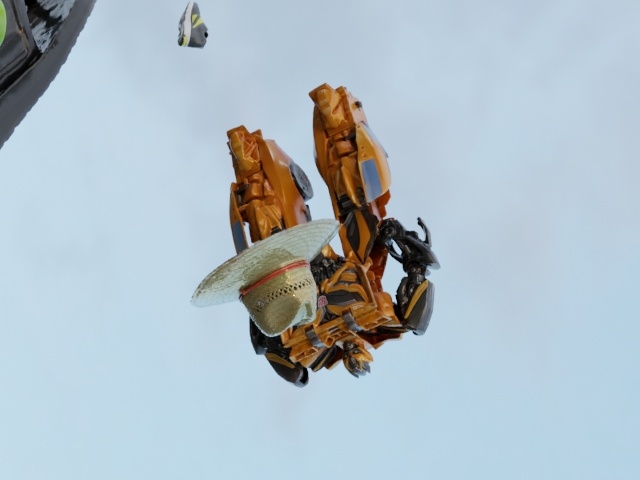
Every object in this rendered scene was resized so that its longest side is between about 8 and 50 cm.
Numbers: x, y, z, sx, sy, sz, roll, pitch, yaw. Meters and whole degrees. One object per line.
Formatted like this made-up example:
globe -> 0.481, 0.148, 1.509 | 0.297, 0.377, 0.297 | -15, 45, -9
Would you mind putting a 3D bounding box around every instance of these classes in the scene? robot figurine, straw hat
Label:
robot figurine -> 0.000, 0.000, 1.906 | 0.211, 0.085, 0.291 | -26, -122, 19
straw hat -> -0.032, 0.044, 1.573 | 0.061, 0.144, 0.144 | 63, -31, 14

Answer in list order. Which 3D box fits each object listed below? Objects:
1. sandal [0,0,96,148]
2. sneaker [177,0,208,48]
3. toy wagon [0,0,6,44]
sandal -> -0.350, -0.178, 1.970 | 0.168, 0.445, 0.107 | -21, -59, 34
sneaker -> -0.153, -0.258, 2.353 | 0.083, 0.035, 0.031 | -86, -159, -46
toy wagon -> -0.414, -0.224, 1.775 | 0.344, 0.267, 0.068 | -56, -133, 39
